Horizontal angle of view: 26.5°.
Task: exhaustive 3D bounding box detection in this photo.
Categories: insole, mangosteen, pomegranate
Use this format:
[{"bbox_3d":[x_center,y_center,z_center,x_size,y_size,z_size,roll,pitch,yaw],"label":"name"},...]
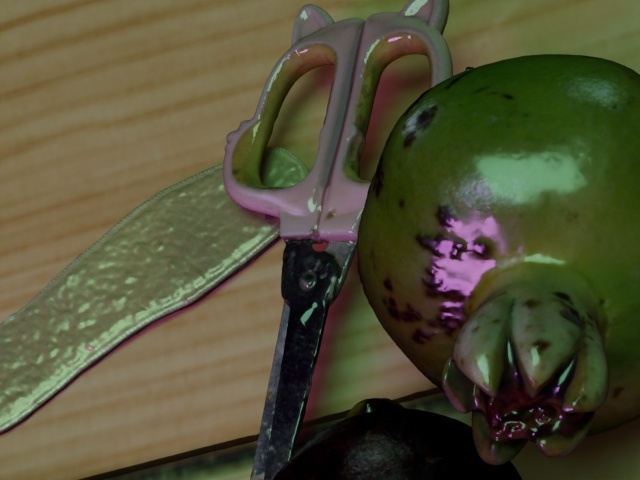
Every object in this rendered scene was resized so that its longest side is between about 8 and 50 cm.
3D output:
[{"bbox_3d":[-0.113,0.024,0.786,0.248,0.011,0.081,-37,57,-7],"label":"insole"},{"bbox_3d":[0.027,0.136,0.618,0.137,0.137,0.151,-34,22,-5],"label":"mangosteen"},{"bbox_3d":[0.112,0.018,0.612,0.179,0.179,0.210,-21,45,4],"label":"pomegranate"}]

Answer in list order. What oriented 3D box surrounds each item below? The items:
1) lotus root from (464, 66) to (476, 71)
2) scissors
[{"bbox_3d":[0.098,-0.054,0.744,0.054,0.049,0.099,-34,50,31],"label":"lotus root"},{"bbox_3d":[0.000,0.000,0.734,0.160,0.024,0.317,-2,62,31],"label":"scissors"}]
